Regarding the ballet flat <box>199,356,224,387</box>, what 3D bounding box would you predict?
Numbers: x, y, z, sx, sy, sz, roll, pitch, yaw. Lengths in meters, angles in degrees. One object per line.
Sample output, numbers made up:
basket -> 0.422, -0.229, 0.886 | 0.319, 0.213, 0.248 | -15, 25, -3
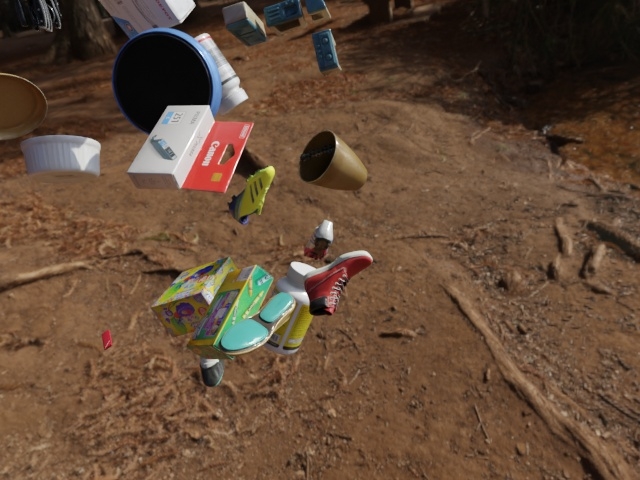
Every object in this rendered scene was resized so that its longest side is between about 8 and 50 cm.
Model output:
ballet flat -> -0.405, 0.408, 1.691 | 0.095, 0.096, 0.280 | -18, 33, 7

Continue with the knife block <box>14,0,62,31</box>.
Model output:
knife block -> -0.825, -0.738, 1.268 | 0.088, 0.275, 0.242 | -11, 60, -4

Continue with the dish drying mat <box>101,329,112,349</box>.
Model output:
dish drying mat -> -0.758, 0.351, 1.614 | 0.032, 0.008, 0.083 | -38, 43, -5

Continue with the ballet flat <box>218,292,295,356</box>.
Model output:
ballet flat -> -0.134, 0.200, 1.009 | 0.080, 0.073, 0.232 | 31, 38, 22

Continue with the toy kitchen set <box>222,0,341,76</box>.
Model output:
toy kitchen set -> -0.077, -0.425, 0.978 | 0.207, 0.166, 0.122 | -12, 2, 14

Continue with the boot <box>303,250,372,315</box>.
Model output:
boot -> 0.067, 0.145, 1.443 | 0.244, 0.088, 0.176 | -27, 42, 12

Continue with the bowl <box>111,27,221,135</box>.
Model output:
bowl -> -0.558, -0.557, 1.644 | 0.391, 0.391, 0.077 | -12, 17, 4

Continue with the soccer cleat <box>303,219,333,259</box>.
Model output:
soccer cleat -> 0.000, 0.000, 2.376 | 0.116, 0.331, 0.143 | 18, 68, -10

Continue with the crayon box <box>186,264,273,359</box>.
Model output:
crayon box -> -0.269, 0.215, 1.368 | 0.165, 0.081, 0.278 | -16, 41, 47

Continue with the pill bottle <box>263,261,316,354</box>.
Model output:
pill bottle -> -0.114, 0.263, 1.794 | 0.188, 0.334, 0.188 | 23, 13, -6

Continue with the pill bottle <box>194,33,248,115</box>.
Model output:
pill bottle -> -0.426, -0.653, 1.816 | 0.161, 0.283, 0.161 | -31, 18, 11

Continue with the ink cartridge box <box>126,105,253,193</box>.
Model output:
ink cartridge box -> -0.354, -0.264, 1.275 | 0.261, 0.066, 0.296 | 4, 53, 11

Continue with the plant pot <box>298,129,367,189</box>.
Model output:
plant pot -> 0.075, -0.315, 1.977 | 0.237, 0.254, 0.237 | -24, 55, 41

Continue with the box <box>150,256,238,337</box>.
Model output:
box -> -0.522, 0.247, 1.998 | 0.290, 0.177, 0.279 | -18, 24, 24

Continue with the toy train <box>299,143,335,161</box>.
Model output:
toy train -> -0.010, -0.363, 1.901 | 0.158, 0.036, 0.027 | -18, 32, 13

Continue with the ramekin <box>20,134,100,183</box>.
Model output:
ramekin -> -1.014, -0.312, 1.797 | 0.277, 0.135, 0.277 | -8, -2, 0

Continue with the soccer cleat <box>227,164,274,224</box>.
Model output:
soccer cleat -> -0.235, -0.162, 1.659 | 0.289, 0.121, 0.093 | -41, -6, 40

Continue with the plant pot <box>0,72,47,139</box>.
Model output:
plant pot -> -0.919, -0.387, 1.305 | 0.236, 0.236, 0.032 | -27, 69, -22

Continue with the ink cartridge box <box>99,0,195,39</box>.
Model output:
ink cartridge box -> -0.668, -0.920, 1.723 | 0.307, 0.223, 0.129 | 2, 54, 33
